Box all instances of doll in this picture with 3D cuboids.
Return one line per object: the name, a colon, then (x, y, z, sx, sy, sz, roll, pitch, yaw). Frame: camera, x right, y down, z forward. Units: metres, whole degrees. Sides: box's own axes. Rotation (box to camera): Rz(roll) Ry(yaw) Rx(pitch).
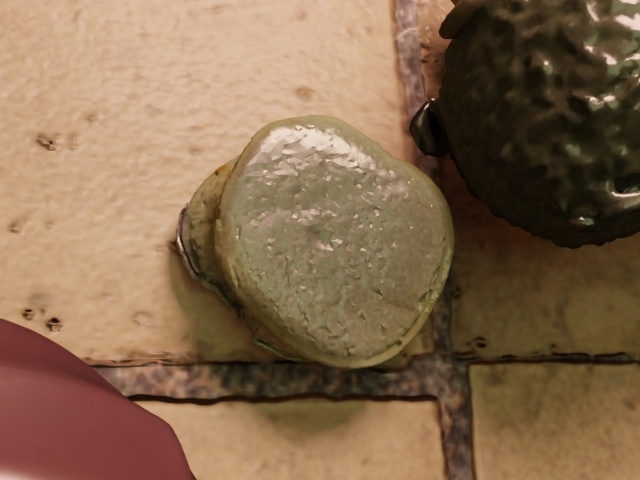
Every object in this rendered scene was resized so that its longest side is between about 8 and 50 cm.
doll: (0.222, -0.124, 0.623, 0.349, 0.247, 0.247, -28, 84, -18)

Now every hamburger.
hamburger: (0.000, 0.000, 0.584, 0.140, 0.062, 0.133, 38, 69, -8)

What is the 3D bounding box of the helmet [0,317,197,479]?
helmet: (-0.157, 0.133, 0.373, 0.338, 0.197, 0.271, 1, 46, -12)
